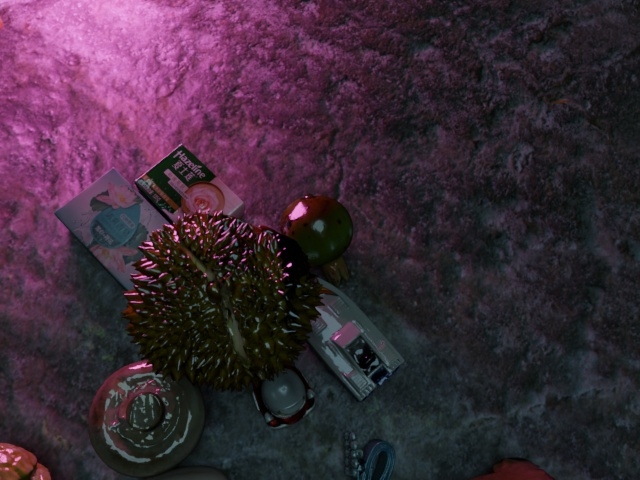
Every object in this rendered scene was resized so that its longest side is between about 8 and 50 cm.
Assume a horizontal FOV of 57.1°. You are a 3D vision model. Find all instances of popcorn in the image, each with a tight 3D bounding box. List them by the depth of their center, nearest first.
[{"bbox_3d":[-0.551,0.443,1.003,0.185,0.167,0.187,-42,116,-40],"label":"popcorn"}]

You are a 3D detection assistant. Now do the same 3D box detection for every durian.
[{"bbox_3d":[-0.168,0.106,1.035,0.348,0.384,0.347,1,78,-3],"label":"durian"}]

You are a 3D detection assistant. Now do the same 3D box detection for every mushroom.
[{"bbox_3d":[-0.307,0.308,1.039,0.208,0.215,0.207,4,68,-9],"label":"mushroom"}]

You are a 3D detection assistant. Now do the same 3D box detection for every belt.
[{"bbox_3d":[0.078,0.462,1.112,0.100,0.065,0.179,18,70,-10],"label":"belt"}]

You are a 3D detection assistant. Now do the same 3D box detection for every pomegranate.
[{"bbox_3d":[0.000,0.000,1.221,0.159,0.159,0.204,-28,101,-14],"label":"pomegranate"}]

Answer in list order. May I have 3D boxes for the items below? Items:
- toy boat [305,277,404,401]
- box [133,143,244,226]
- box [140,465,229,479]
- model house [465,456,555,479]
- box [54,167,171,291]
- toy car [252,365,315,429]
[{"bbox_3d":[0.028,0.176,1.186,0.129,0.088,0.295,-38,80,-16],"label":"toy boat"},{"bbox_3d":[-0.275,-0.088,1.248,0.199,0.081,0.135,43,73,6],"label":"box"},{"bbox_3d":[-0.254,0.485,1.053,0.201,0.088,0.145,-10,74,-8],"label":"box"},{"bbox_3d":[0.281,0.611,0.973,0.343,0.334,0.381,-17,82,1],"label":"model house"},{"bbox_3d":[-0.393,-0.008,1.201,0.245,0.092,0.153,43,72,9],"label":"box"},{"bbox_3d":[-0.076,0.284,1.127,0.112,0.112,0.139,-27,77,-13],"label":"toy car"}]
